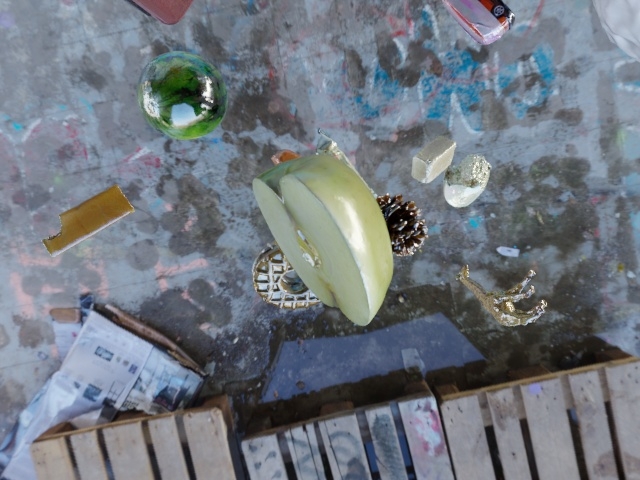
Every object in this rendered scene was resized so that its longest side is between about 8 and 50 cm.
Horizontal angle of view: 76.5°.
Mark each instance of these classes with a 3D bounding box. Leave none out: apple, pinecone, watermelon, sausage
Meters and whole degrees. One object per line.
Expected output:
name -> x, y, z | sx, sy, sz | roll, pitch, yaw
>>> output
apple -> 0.000, 0.000, 0.892 | 0.312, 0.320, 0.360 | -19, 113, 22
pinecone -> 0.188, -0.031, 1.010 | 0.174, 0.173, 0.173 | 0, 96, 2
watermelon -> -0.380, -0.399, 1.129 | 0.243, 0.242, 0.242 | 0, 96, 2
sausage -> -0.039, -0.257, 1.645 | 0.349, 0.097, 0.094 | 31, 91, -14

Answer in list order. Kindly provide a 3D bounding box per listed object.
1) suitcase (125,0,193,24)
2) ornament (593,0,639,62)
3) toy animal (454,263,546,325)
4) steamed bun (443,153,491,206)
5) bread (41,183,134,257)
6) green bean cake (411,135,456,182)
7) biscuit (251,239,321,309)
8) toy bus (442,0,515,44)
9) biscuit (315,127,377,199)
suitcase -> -0.284, -0.488, 0.583 | 0.161, 0.297, 0.236 | 39, 100, 11
ornament -> 0.476, -0.347, 0.440 | 0.337, 0.337, 0.336 | 0, 96, 2
toy animal -> 0.461, 0.142, 1.066 | 0.054, 0.275, 0.149 | 5, 88, -26
steamed bun -> 0.604, -0.259, 1.716 | 0.170, 0.225, 0.200 | 37, 127, -3
bread -> -0.604, -0.053, 1.049 | 0.226, 0.049, 0.088 | -33, 106, -16
green bean cake -> 0.430, -0.308, 1.546 | 0.085, 0.109, 0.179 | 36, 60, 28
biscuit -> -0.123, 0.164, 1.670 | 0.366, 0.115, 0.268 | 34, 117, -28
toy bus -> 0.640, -0.944, 1.668 | 0.147, 0.127, 0.302 | -41, 80, 19
biscuit -> 0.065, -0.177, 1.216 | 0.079, 0.186, 0.309 | -23, 58, -15
